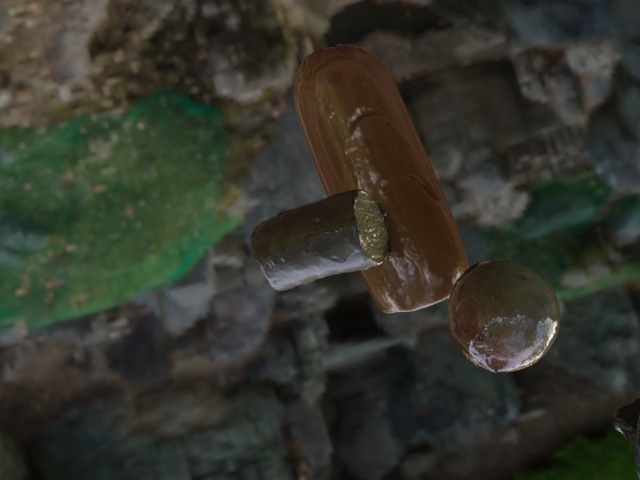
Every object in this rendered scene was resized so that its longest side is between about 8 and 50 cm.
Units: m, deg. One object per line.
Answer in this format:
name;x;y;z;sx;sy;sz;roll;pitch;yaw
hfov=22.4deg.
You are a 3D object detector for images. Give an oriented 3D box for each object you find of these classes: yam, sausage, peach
yam;-0.001;0.001;1.569;0.127;0.084;0.084;-19;168;26
sausage;0.063;-0.069;1.768;0.121;0.304;0.121;-22;176;-2
peach;0.127;0.054;1.136;0.083;0.083;0.083;-16;167;-4

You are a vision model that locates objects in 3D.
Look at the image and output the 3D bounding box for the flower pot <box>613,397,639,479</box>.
flower pot;0.459;0.209;1.620;0.299;0.283;0.299;-14;125;-20
